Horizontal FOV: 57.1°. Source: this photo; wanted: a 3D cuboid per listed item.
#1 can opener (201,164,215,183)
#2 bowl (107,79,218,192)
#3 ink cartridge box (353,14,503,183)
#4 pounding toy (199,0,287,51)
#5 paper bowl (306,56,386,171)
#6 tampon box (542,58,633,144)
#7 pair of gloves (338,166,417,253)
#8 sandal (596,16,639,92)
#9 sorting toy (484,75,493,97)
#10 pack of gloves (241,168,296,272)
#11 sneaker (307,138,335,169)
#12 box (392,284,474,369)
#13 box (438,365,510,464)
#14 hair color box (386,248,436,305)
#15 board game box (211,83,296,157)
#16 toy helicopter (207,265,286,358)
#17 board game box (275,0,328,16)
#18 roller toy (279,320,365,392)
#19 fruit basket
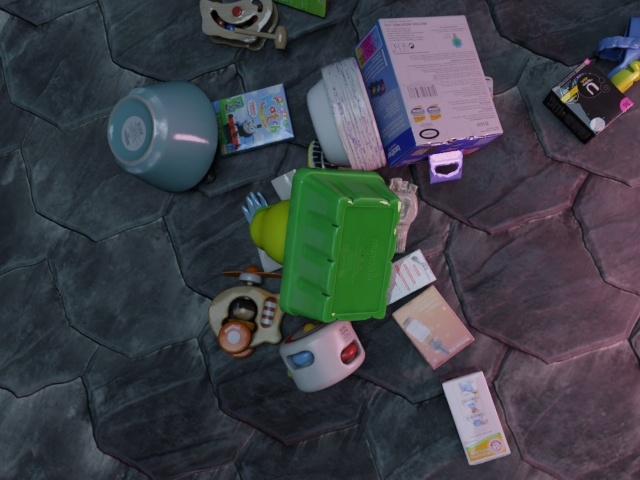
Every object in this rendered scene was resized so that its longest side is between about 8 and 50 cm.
[{"bbox_3d":[-0.378,-0.289,1.668,0.095,0.076,0.283,-21,81,39],"label":"can opener"},{"bbox_3d":[-0.443,-0.286,1.566,0.312,0.163,0.311,1,92,30],"label":"bowl"},{"bbox_3d":[0.275,-0.347,1.472,0.270,0.151,0.395,-12,80,-24],"label":"ink cartridge box"},{"bbox_3d":[-0.210,-0.623,1.620,0.270,0.155,0.154,13,91,10],"label":"pounding toy"},{"bbox_3d":[0.060,-0.302,1.483,0.148,0.284,0.284,-18,82,7],"label":"paper bowl"},{"bbox_3d":[0.672,-0.348,1.487,0.120,0.101,0.161,-42,80,3],"label":"tampon box"},{"bbox_3d":[0.136,-0.084,1.573,0.240,0.042,0.204,16,87,9],"label":"pair of gloves"},{"bbox_3d":[0.826,-0.516,1.475,0.317,0.126,0.138,-39,76,2],"label":"sandal"},{"bbox_3d":[0.426,-0.409,1.568,0.083,0.045,0.075,18,68,10],"label":"sorting toy"},{"bbox_3d":[-0.102,-0.050,1.611,0.195,0.046,0.231,-23,83,23],"label":"pack of gloves"},{"bbox_3d":[-0.013,-0.173,1.584,0.094,0.082,0.208,-21,66,48],"label":"sneaker"},{"bbox_3d":[0.284,0.218,1.495,0.130,0.091,0.170,-38,80,3],"label":"box"},{"bbox_3d":[0.376,0.427,1.448,0.103,0.114,0.203,-19,82,5],"label":"box"},{"bbox_3d":[0.208,0.103,1.538,0.167,0.053,0.093,-29,80,6],"label":"hair color box"},{"bbox_3d":[-0.188,-0.335,1.648,0.212,0.039,0.160,-13,82,6],"label":"board game box"},{"bbox_3d":[-0.126,0.157,1.565,0.355,0.140,0.234,-17,73,-4],"label":"toy helicopter"},{"bbox_3d":[-0.099,-0.716,1.631,0.260,0.124,0.039,20,59,9],"label":"board game box"},{"bbox_3d":[0.003,0.272,1.472,0.209,0.191,0.146,-28,93,-9],"label":"roller toy"},{"bbox_3d":[0.000,0.000,1.449,0.283,0.392,0.391,0,83,-27],"label":"fruit basket"}]
